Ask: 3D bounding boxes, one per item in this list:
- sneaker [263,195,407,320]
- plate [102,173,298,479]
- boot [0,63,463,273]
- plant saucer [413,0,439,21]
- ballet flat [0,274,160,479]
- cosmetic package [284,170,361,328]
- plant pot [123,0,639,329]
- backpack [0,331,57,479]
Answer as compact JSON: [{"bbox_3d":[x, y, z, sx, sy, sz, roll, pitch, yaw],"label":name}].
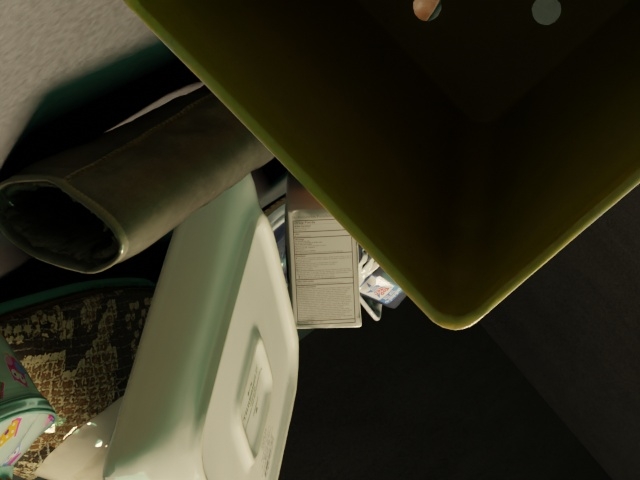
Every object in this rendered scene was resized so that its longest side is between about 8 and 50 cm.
[{"bbox_3d":[0.011,0.024,1.496,0.099,0.153,0.282,-45,172,34],"label":"sneaker"},{"bbox_3d":[-0.063,0.108,0.981,0.278,0.045,0.277,79,18,-52],"label":"plate"},{"bbox_3d":[-0.046,-0.048,0.771,0.189,0.076,0.208,0,-162,37],"label":"boot"},{"bbox_3d":[0.013,-0.129,1.003,0.168,0.029,0.168,-39,173,-6],"label":"plant saucer"},{"bbox_3d":[-0.132,0.109,1.115,0.164,0.182,0.483,-41,174,16],"label":"ballet flat"},{"bbox_3d":[0.000,0.000,1.221,0.060,0.099,0.239,-1,-170,-1],"label":"cosmetic package"},{"bbox_3d":[0.073,-0.127,0.655,0.212,0.212,0.187,-42,-174,19],"label":"plant pot"},{"bbox_3d":[-0.240,0.127,0.796,0.188,0.144,0.166,-44,168,7],"label":"backpack"}]
